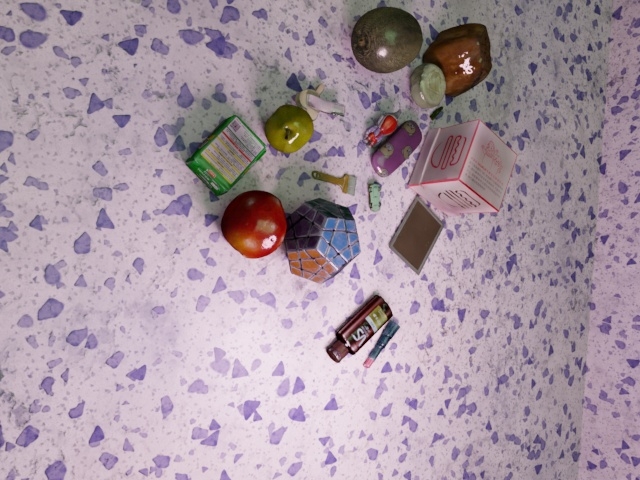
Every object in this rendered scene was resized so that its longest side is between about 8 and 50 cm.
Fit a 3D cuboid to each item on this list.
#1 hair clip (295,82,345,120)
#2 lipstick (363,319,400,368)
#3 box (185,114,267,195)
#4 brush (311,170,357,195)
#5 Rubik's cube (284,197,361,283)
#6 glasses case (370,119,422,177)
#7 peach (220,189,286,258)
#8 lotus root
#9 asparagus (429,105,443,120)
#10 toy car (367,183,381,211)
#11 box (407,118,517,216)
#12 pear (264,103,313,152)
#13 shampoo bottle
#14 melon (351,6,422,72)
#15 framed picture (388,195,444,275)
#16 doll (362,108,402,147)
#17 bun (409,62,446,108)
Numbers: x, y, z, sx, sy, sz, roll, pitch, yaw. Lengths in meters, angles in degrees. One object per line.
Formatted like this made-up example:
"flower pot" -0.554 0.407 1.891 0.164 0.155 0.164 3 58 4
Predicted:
"hair clip" -0.005 -0.541 1.790 0.218 0.071 0.159 4 86 -37
"lipstick" 0.258 0.453 1.990 0.053 0.053 0.234 47 72 -24
"box" -0.320 -0.293 1.581 0.180 0.103 0.250 47 66 -24
"brush" 0.057 -0.244 1.869 0.218 0.010 0.083 11 86 -30
"Rubik's cube" 0.000 0.000 1.688 0.319 0.264 0.319 -1 91 -32
"glasses case" 0.335 -0.402 1.999 0.316 0.076 0.123 -47 114 -22
"peach" -0.222 -0.060 1.569 0.243 0.243 0.199 -66 156 -13
"lotus root" 0.678 -0.844 2.131 0.316 0.250 0.316 2 87 -42
"asparagus" 0.546 -0.599 2.159 0.108 0.021 0.025 -46 117 -23
"toy car" 0.230 -0.184 1.963 0.059 0.035 0.122 -10 104 -31
"box" 0.638 -0.314 2.057 0.314 0.300 0.312 29 76 -29
"pear" -0.113 -0.399 1.642 0.180 0.216 0.166 -29 107 5
"shampoo bottle" 0.161 0.372 1.902 0.323 0.084 0.129 -38 107 -25
"melon" 0.274 -0.810 1.859 0.329 0.248 0.249 -20 101 -33
"framed picture" 0.443 -0.023 2.108 0.232 0.019 0.296 42 70 -26
"doll" 0.272 -0.485 1.960 0.227 0.075 0.102 -48 128 -11
"bun" 0.468 -0.690 2.053 0.195 0.118 0.195 -5 99 -35
